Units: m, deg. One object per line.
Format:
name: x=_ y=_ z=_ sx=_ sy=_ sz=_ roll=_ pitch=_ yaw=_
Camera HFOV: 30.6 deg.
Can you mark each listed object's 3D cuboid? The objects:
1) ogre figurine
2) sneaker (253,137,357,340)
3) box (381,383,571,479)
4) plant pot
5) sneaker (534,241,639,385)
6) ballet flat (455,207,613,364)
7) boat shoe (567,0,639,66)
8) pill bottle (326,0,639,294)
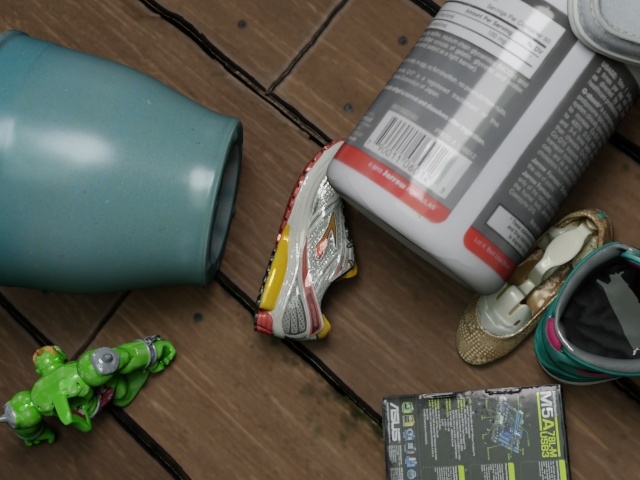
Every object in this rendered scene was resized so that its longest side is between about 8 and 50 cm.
ogre figurine: x=-0.258 y=0.160 z=1.253 sx=0.197 sy=0.118 sz=0.097 roll=-12 pitch=77 yaw=12
sneaker: x=0.000 y=0.000 z=1.242 sx=0.092 sy=0.088 sz=0.225 roll=17 pitch=84 yaw=-3
box: x=0.158 y=0.244 z=1.164 sx=0.184 sy=0.045 sz=0.191 roll=-6 pitch=77 yaw=12
plant pot: x=-0.220 y=-0.061 z=1.225 sx=0.255 sy=0.271 sz=0.272 roll=12 pitch=83 yaw=1
sneaker: x=0.334 y=0.049 z=1.081 sx=0.295 sy=0.178 sz=0.124 roll=-24 pitch=75 yaw=9
ballet flat: x=0.210 y=0.041 z=1.175 sx=0.073 sy=0.067 sz=0.206 roll=43 pitch=93 yaw=17
boat shoe: x=0.377 y=-0.207 z=1.015 sx=0.320 sy=0.103 sz=0.118 roll=5 pitch=88 yaw=-6
pill bottle: x=0.188 y=-0.146 z=1.142 sx=0.210 sy=0.210 sz=0.363 roll=36 pitch=90 yaw=18
